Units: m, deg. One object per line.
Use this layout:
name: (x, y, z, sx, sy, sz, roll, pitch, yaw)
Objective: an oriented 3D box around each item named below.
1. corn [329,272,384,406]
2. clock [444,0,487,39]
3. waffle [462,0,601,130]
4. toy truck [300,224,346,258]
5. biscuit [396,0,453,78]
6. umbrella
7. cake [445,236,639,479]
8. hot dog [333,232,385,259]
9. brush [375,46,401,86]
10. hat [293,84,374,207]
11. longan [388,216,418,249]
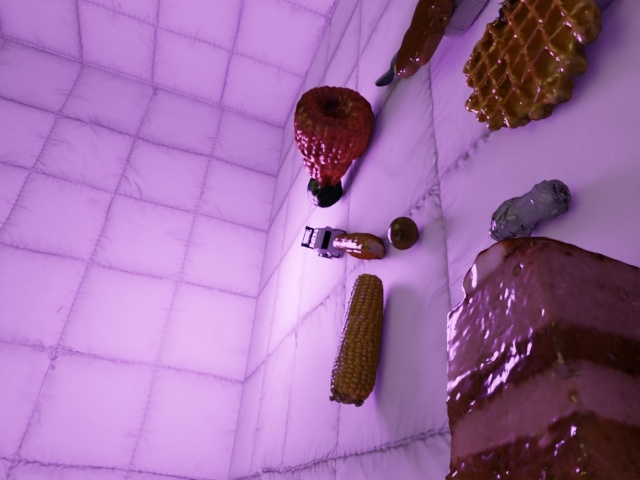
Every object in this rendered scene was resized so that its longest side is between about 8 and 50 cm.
corn: (0.095, 0.228, 1.089, 0.106, 0.106, 0.305, 141, 146, -66)
clock: (0.325, -0.572, 1.070, 0.151, 0.062, 0.191, 124, 156, -51)
waffle: (0.332, -0.318, 0.748, 0.309, 0.065, 0.283, -138, 52, -69)
toy truck: (0.000, 0.000, 1.598, 0.216, 0.116, 0.110, -172, 97, -75)
biscuit: (0.256, -0.515, 1.061, 0.183, 0.047, 0.320, -99, 23, -50)
umbrella: (0.300, -0.038, 0.682, 0.067, 0.062, 0.143, 65, 149, 18)
cake: (0.246, 0.131, 0.464, 0.196, 0.198, 0.293, 115, 167, -50)
hot dog: (0.106, 0.010, 1.298, 0.068, 0.083, 0.289, -57, 14, -5)
brush: (0.231, -0.496, 1.366, 0.297, 0.068, 0.060, 160, 102, -76)
hat: (0.055, -0.307, 1.603, 0.400, 0.285, 0.285, 81, -174, -46)
longan: (0.182, -0.015, 1.035, 0.075, 0.075, 0.083, -70, -12, 19)
